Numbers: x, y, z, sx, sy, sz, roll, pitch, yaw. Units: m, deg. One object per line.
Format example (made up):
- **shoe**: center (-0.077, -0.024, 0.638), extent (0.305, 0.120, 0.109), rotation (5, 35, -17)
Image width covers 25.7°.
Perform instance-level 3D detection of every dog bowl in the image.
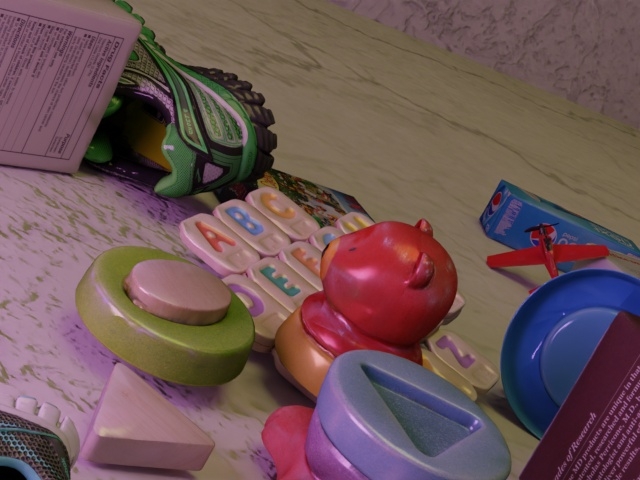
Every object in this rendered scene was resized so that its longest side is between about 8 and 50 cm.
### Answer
- **dog bowl**: center (0.303, 0.142, 1.237), extent (0.297, 0.166, 0.074), rotation (31, 5, 12)

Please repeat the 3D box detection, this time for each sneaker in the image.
- **sneaker**: center (-0.212, -0.150, 1.354), extent (0.344, 0.134, 0.146), rotation (28, 29, 26)
- **sneaker**: center (-0.198, 0.104, 0.713), extent (0.167, 0.065, 0.076), rotation (18, 22, -24)

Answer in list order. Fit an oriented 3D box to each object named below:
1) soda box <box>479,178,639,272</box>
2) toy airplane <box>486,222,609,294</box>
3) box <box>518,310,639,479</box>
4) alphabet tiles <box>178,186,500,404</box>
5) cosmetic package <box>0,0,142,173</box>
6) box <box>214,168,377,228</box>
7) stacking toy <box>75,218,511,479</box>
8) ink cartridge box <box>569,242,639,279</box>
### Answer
- **soda box**: center (0.322, -0.003, 1.871), extent (0.210, 0.067, 0.071), rotation (25, 16, -12)
- **toy airplane**: center (0.274, 0.030, 1.674), extent (0.151, 0.028, 0.151), rotation (-4, 44, 4)
- **box**: center (0.291, 0.187, 1.044), extent (0.169, 0.167, 0.203), rotation (18, 18, -27)
- **alphabet tiles**: center (0.022, 0.051, 1.193), extent (0.278, 0.021, 0.284), rotation (39, 28, 13)
- **cosmetic package**: center (-0.317, -0.161, 1.166), extent (0.113, 0.160, 0.309), rotation (37, 18, 32)
- **box**: center (0.000, 0.000, 1.379), extent (0.159, 0.044, 0.233), rotation (18, 18, -29)
- **stacking toy**: center (-0.012, 0.066, 0.939), extent (0.280, 0.130, 0.309), rotation (22, 23, -18)
- **ink cartridge box**: center (0.396, 0.086, 1.701), extent (0.127, 0.072, 0.175), rotation (16, 19, -33)
